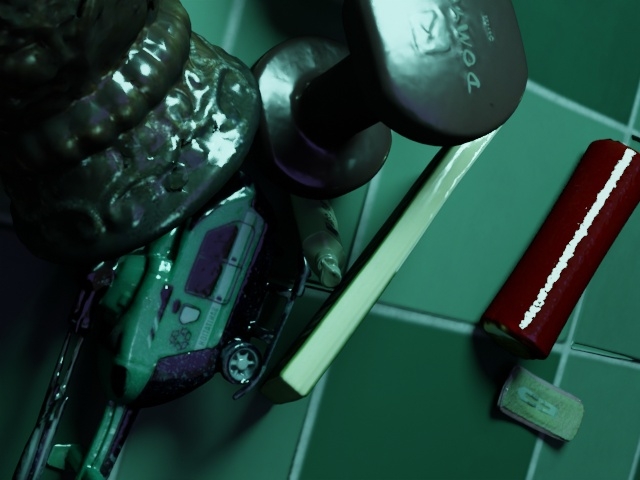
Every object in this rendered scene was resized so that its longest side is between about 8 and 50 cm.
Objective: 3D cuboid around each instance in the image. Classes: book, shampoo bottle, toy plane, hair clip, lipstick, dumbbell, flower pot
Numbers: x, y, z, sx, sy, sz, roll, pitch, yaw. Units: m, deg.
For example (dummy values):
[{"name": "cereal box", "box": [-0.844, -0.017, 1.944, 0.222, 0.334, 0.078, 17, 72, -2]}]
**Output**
[{"name": "book", "box": [0.044, 0.019, 0.760, 0.027, 0.202, 0.264, 38, 76, 0]}, {"name": "shampoo bottle", "box": [0.000, 0.000, 0.756, 0.034, 0.141, 0.049, -20, 117, 3]}, {"name": "toy plane", "box": [-0.131, 0.081, 0.709, 0.155, 0.106, 0.382, 26, 85, -28]}, {"name": "hair clip", "box": [0.237, 0.177, 1.011, 0.137, 0.022, 0.054, 29, 82, -34]}, {"name": "lipstick", "box": [0.255, 0.008, 0.957, 0.080, 0.080, 0.241, 42, 75, -32]}, {"name": "dumbbell", "box": [0.037, -0.116, 0.692, 0.124, 0.225, 0.140, -13, 86, -28]}, {"name": "flower pot", "box": [-0.177, -0.138, 0.548, 0.266, 0.266, 0.267, -47, 130, -17]}]
